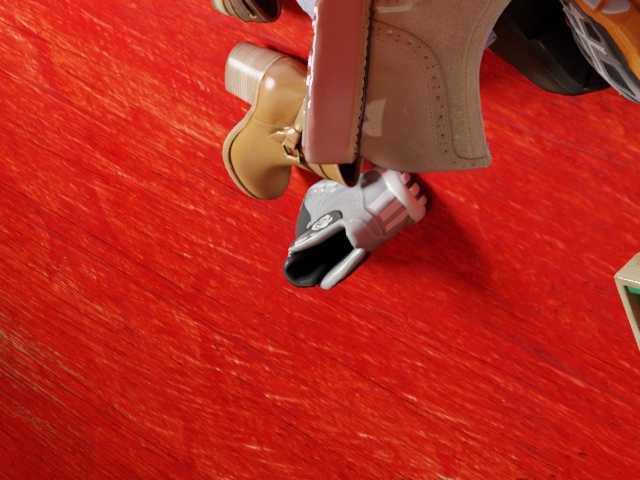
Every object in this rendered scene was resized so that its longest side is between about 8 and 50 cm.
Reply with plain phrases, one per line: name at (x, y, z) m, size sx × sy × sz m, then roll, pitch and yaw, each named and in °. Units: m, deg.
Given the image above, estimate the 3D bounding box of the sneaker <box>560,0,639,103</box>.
sneaker at (0.197, -0.174, 1.238) m, size 0.215 × 0.084 × 0.083 m, roll 58°, pitch 162°, yaw -15°

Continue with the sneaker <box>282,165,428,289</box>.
sneaker at (0.000, 0.000, 1.709) m, size 0.086 × 0.132 × 0.229 m, roll 51°, pitch 153°, yaw -5°

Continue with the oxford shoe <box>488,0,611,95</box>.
oxford shoe at (0.126, -0.195, 1.315) m, size 0.227 × 0.083 × 0.096 m, roll 55°, pitch 158°, yaw -10°

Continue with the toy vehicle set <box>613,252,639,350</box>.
toy vehicle set at (0.366, 0.105, 1.404) m, size 0.267 × 0.035 × 0.166 m, roll 14°, pitch 138°, yaw 49°

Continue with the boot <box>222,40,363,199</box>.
boot at (-0.020, -0.085, 1.690) m, size 0.152 × 0.073 × 0.197 m, roll 31°, pitch 149°, yaw 31°

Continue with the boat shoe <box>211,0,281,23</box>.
boat shoe at (-0.069, -0.259, 1.551) m, size 0.060 × 0.064 × 0.178 m, roll 28°, pitch 154°, yaw 27°

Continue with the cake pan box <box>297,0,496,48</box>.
cake pan box at (0.008, -0.234, 1.369) m, size 0.267 × 0.070 × 0.246 m, roll 53°, pitch 172°, yaw -6°

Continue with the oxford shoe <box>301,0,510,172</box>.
oxford shoe at (0.084, -0.237, 1.176) m, size 0.147 × 0.140 × 0.397 m, roll 9°, pitch 108°, yaw 0°
